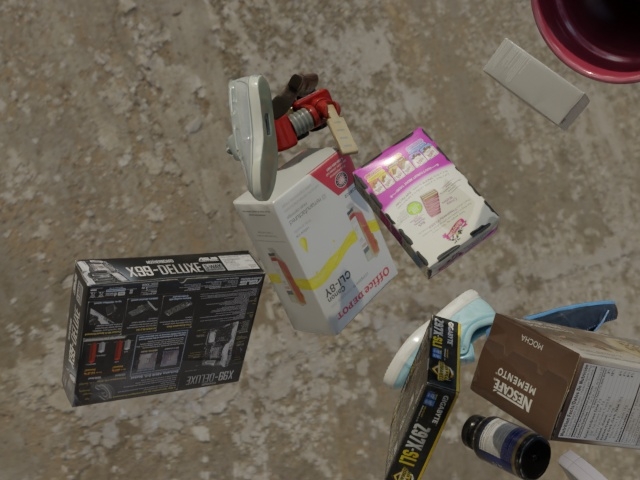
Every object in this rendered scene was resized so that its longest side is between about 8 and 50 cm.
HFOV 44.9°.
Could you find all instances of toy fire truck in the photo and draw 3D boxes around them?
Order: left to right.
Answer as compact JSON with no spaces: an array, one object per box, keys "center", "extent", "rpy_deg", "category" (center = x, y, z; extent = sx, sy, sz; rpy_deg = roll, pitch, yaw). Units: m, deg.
[{"center":[-0.034,-0.270,1.872],"extent":[0.217,0.246,0.158],"rpy_deg":[-29,112,-17],"category":"toy fire truck"}]

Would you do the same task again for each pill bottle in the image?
[{"center":[0.474,0.527,2.004],"extent":[0.123,0.219,0.122],"rpy_deg":[-5,99,-33],"category":"pill bottle"}]

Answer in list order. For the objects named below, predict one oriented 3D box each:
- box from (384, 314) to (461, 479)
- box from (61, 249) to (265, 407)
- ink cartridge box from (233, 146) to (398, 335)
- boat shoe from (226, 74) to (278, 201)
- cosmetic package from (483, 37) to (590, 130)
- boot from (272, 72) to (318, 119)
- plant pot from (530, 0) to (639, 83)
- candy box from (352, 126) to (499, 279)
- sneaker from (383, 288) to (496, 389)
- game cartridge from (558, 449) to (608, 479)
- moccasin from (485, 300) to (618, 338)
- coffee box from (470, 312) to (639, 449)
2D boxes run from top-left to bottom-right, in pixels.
[{"center":[0.231,0.371,1.755],"extent":[0.079,0.322,0.257],"rpy_deg":[18,29,3],"category":"box"},{"center":[-0.262,0.144,1.301],"extent":[0.307,0.242,0.076],"rpy_deg":[-4,33,-32],"category":"box"},{"center":[0.000,0.000,1.914],"extent":[0.279,0.160,0.384],"rpy_deg":[-41,118,-34],"category":"ink cartridge box"},{"center":[-0.130,-0.184,1.409],"extent":[0.079,0.081,0.227],"rpy_deg":[-14,101,-68],"category":"boat shoe"},{"center":[0.522,-0.375,1.871],"extent":[0.238,0.107,0.127],"rpy_deg":[39,16,18],"category":"cosmetic package"},{"center":[-0.050,-0.280,1.503],"extent":[0.037,0.106,0.114],"rpy_deg":[41,19,3],"category":"boot"},{"center":[0.375,-0.308,0.903],"extent":[0.180,0.201,0.201],"rpy_deg":[-39,101,-38],"category":"plant pot"},{"center":[0.188,-0.069,1.403],"extent":[0.159,0.071,0.233],"rpy_deg":[-34,67,-6],"category":"candy box"},{"center":[0.333,0.292,2.080],"extent":[0.366,0.135,0.150],"rpy_deg":[-42,61,-9],"category":"sneaker"},{"center":[0.689,0.629,1.842],"extent":[0.062,0.297,0.198],"rpy_deg":[-42,112,-2],"category":"game cartridge"},{"center":[0.531,0.217,1.765],"extent":[0.342,0.138,0.117],"rpy_deg":[-12,80,-17],"category":"moccasin"},{"center":[0.383,0.199,1.068],"extent":[0.297,0.168,0.119],"rpy_deg":[13,98,-28],"category":"coffee box"}]
